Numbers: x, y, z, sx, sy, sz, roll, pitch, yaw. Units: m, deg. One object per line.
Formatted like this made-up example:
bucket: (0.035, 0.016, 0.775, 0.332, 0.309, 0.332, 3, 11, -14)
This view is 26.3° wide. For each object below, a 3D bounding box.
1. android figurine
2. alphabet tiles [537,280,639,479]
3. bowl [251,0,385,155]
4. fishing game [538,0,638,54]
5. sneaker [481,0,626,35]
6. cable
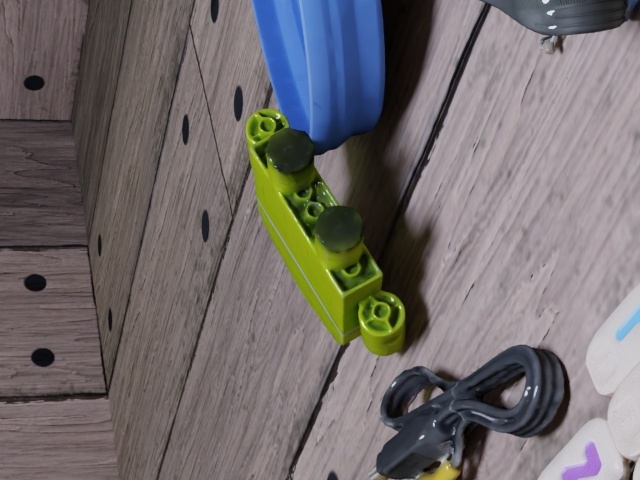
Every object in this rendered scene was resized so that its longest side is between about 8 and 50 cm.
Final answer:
android figurine: (0.000, 0.000, 1.275, 0.248, 0.056, 0.273, 57, 172, 19)
alphabet tiles: (0.205, 0.086, 0.665, 0.278, 0.021, 0.284, -54, 18, 23)
bowl: (-0.019, -0.276, 1.298, 0.391, 0.077, 0.391, 168, 90, -83)
fishing game: (0.187, -0.233, 0.885, 0.264, 0.041, 0.189, 134, 135, -65)
sneaker: (0.125, -0.220, 0.893, 0.227, 0.087, 0.130, -133, 40, -62)
cable: (0.121, 0.141, 1.105, 0.287, 0.072, 0.139, -45, 30, 49)
